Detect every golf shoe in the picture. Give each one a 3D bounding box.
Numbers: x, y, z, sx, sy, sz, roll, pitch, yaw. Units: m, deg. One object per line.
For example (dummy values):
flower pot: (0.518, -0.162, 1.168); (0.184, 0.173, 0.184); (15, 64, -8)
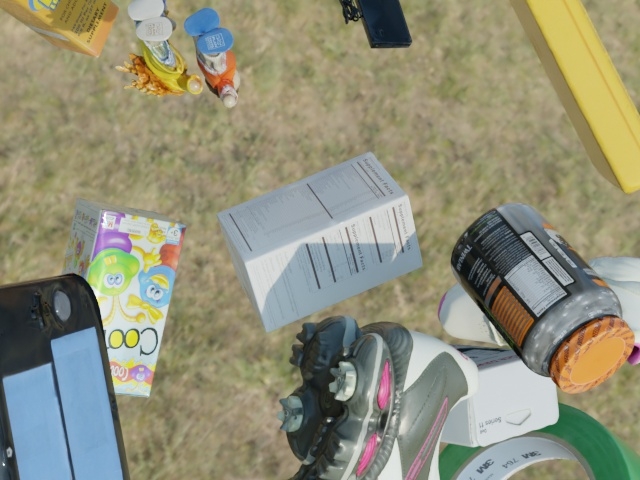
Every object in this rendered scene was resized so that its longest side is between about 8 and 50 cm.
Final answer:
golf shoe: (0.280, 0.099, 1.474); (0.115, 0.306, 0.140); (59, 37, -32)
golf shoe: (0.015, 0.181, 0.752); (0.120, 0.272, 0.105); (11, 20, -33)

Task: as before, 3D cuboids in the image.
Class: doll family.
doll family: (-0.166, -0.238, 1.192); (0.118, 0.163, 0.263); (-18, 76, -3)

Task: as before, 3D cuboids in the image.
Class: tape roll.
tape roll: (0.248, 0.353, 1.410); (0.077, 0.321, 0.321); (35, 34, -36)

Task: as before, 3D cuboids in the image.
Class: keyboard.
keyboard: (0.054, -0.341, 1.596); (0.100, 0.038, 0.192); (-4, 68, -35)

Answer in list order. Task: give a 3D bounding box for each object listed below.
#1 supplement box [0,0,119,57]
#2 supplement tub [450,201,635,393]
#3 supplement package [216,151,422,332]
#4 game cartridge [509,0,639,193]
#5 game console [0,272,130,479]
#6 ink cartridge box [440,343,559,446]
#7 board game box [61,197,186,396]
supplement box: (-0.337, -0.299, 1.404); (0.080, 0.078, 0.233); (20, -5, 25)
supplement tub: (0.228, 0.059, 1.210); (0.117, 0.117, 0.190); (0, 40, -37)
supplement package: (0.000, 0.000, 1.661); (0.244, 0.134, 0.139); (-22, 38, -9)
game cartridge: (0.220, -0.188, 1.076); (0.285, 0.053, 0.324); (62, 10, -3)
game console: (-0.339, 0.240, 1.510); (0.342, 0.060, 0.386); (-11, 90, -82)
ink cartridge box: (0.154, 0.178, 1.395); (0.153, 0.208, 0.086); (-8, 95, -40)
board game box: (-0.324, 0.087, 1.839); (0.142, 0.275, 0.144); (11, 5, -27)
